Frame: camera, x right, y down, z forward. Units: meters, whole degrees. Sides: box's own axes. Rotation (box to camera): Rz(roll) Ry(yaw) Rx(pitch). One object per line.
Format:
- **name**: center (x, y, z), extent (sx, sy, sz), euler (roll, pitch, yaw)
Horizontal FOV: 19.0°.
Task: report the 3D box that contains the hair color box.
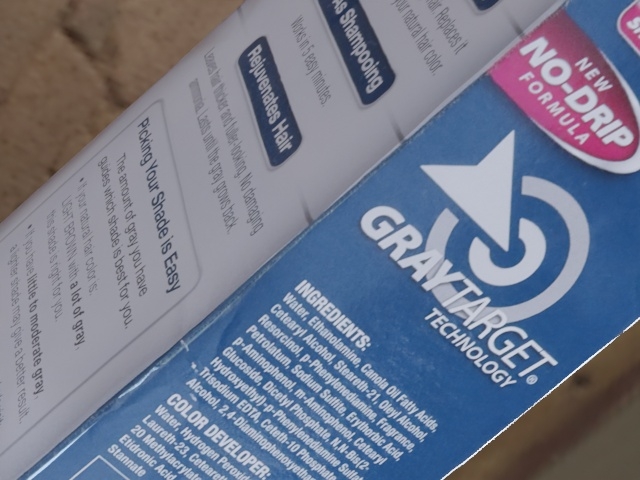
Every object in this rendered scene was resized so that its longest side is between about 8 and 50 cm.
- **hair color box**: center (0.000, 0.000, 0.632), extent (0.347, 0.174, 0.105), euler (-41, 118, 13)
